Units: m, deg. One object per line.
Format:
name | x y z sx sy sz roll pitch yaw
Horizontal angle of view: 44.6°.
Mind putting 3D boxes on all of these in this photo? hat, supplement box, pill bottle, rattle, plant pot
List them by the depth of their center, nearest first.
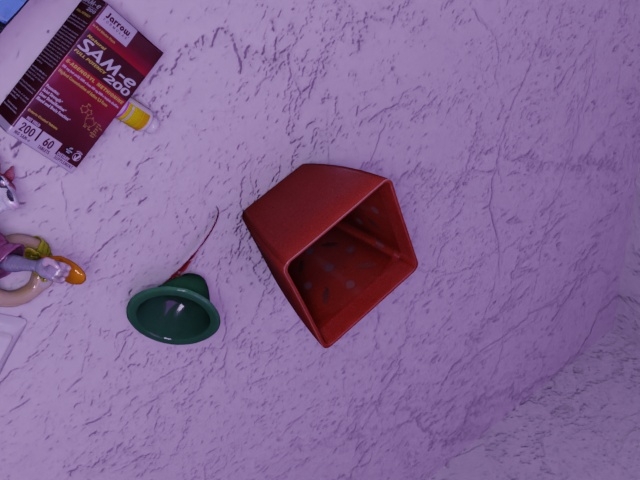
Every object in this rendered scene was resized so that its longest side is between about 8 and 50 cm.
supplement box | -0.367 -0.238 1.192 0.239 0.073 0.130 -54 138 -1
rattle | -0.497 0.077 1.231 0.199 0.142 0.130 -19 140 -44
pill bottle | -0.307 -0.208 1.289 0.083 0.043 0.043 32 93 -48
hat | -0.264 0.080 1.540 0.208 0.184 0.173 -15 133 20
plant pot | 0.000 0.000 1.568 0.267 0.235 0.267 -40 136 -15

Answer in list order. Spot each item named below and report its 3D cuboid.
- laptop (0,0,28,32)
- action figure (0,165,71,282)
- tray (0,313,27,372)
laptop | -0.513 -0.312 0.785 0.382 0.236 0.408 42 80 -25
action figure | -0.558 0.036 1.135 0.248 0.275 0.370 48 57 -38
tray | -0.622 0.169 1.265 0.270 0.030 0.145 23 99 -48
